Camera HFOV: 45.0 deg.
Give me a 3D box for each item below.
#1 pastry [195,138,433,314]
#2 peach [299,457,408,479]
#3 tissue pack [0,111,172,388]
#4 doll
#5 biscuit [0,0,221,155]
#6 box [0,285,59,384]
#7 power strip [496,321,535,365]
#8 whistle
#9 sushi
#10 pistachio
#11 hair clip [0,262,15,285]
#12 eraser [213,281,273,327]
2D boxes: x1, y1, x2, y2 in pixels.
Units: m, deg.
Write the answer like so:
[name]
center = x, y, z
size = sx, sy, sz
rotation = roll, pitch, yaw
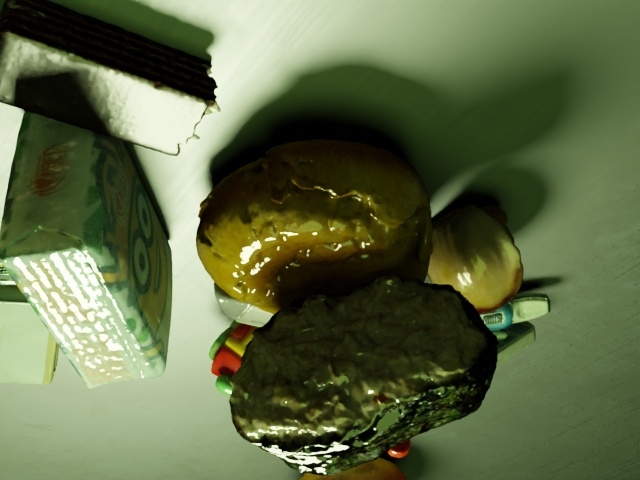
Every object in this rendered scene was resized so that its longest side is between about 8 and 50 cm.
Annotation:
[pastry]
center = 0.000, 0.000, 1.072
size = 0.356, 0.163, 0.356
rotation = -7, 147, -5
[peach]
center = 0.060, 0.670, 1.859
size = 0.373, 0.289, 0.372
rotation = -10, 150, -6
[tissue pack]
center = -0.282, 0.013, 0.979
size = 0.128, 0.227, 0.310
rotation = -8, 142, 1
[doll]
center = -0.014, 0.256, 1.284
size = 0.363, 0.182, 0.160
rotation = 27, 133, 17
[biscuit]
center = -0.240, -0.178, 0.864
size = 0.252, 0.070, 0.106
rotation = 15, 138, -28
[box]
center = -0.533, 0.155, 1.266
size = 0.211, 0.045, 0.270
rotation = 5, 141, -17
[power strip]
center = 0.296, 0.195, 1.390
size = 0.227, 0.080, 0.029
rotation = -25, 120, -31
[whistle]
center = 0.287, 0.128, 1.369
size = 0.236, 0.077, 0.113
rotation = -10, 104, -2
[sushi]
center = 0.058, 0.170, 1.019
size = 0.350, 0.210, 0.170
rotation = -16, 141, 7
[pistachio]
center = 0.234, 0.034, 1.193
size = 0.165, 0.130, 0.210
rotation = 24, 130, 26
[hair clip]
center = -0.440, 0.055, 1.162
size = 0.189, 0.033, 0.060
rotation = 12, 137, -21
[eraser]
center = -0.025, 0.109, 1.270
size = 0.352, 0.089, 0.061
rotation = 17, 139, -29
